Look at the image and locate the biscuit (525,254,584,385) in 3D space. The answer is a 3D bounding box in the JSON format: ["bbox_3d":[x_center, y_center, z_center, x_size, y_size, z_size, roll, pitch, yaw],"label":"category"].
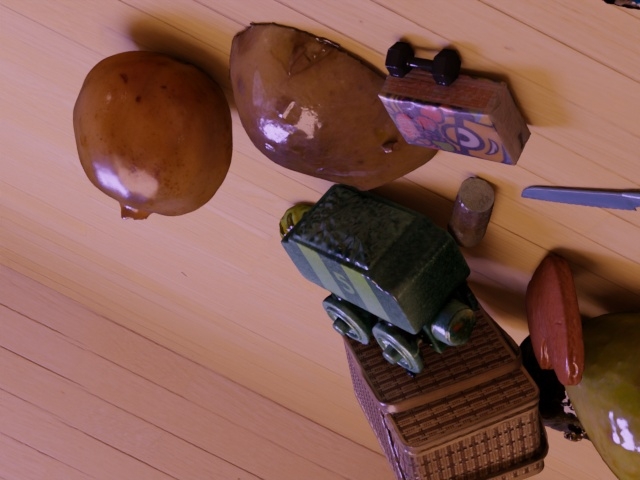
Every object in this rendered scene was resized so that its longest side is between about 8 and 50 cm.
[{"bbox_3d":[0.320,0.123,1.763,0.036,0.186,0.192,-4,159,-4],"label":"biscuit"}]

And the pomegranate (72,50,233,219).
[{"bbox_3d":[-0.221,-0.143,1.709,0.233,0.233,0.233,23,161,8],"label":"pomegranate"}]

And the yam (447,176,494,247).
[{"bbox_3d":[0.200,-0.036,1.690,0.054,0.054,0.132,23,160,9],"label":"yam"}]

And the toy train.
[{"bbox_3d":[0.087,0.053,1.824,0.299,0.167,0.238,23,154,46],"label":"toy train"}]

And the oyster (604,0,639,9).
[{"bbox_3d":[0.279,-0.245,0.981,0.198,0.092,0.260,21,152,14],"label":"oyster"}]

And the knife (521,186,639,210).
[{"bbox_3d":[0.359,-0.047,1.513,0.313,0.019,0.044,8,157,47],"label":"knife"}]

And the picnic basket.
[{"bbox_3d":[0.183,0.226,1.919,0.313,0.228,0.175,-118,12,-49],"label":"picnic basket"}]

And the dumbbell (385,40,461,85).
[{"bbox_3d":[0.112,-0.195,1.401,0.083,0.040,0.036,15,-171,31],"label":"dumbbell"}]

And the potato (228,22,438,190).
[{"bbox_3d":[0.004,-0.141,1.584,0.299,0.116,0.239,34,156,-26],"label":"potato"}]

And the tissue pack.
[{"bbox_3d":[0.153,-0.144,1.446,0.148,0.060,0.108,15,158,33],"label":"tissue pack"}]

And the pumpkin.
[{"bbox_3d":[0.402,0.231,1.969,0.238,0.159,0.238,23,160,9],"label":"pumpkin"}]

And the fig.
[{"bbox_3d":[0.467,0.220,1.725,0.326,0.258,0.258,36,169,33],"label":"fig"}]

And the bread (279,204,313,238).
[{"bbox_3d":[0.000,0.000,2.023,0.130,0.071,0.139,4,152,38],"label":"bread"}]
